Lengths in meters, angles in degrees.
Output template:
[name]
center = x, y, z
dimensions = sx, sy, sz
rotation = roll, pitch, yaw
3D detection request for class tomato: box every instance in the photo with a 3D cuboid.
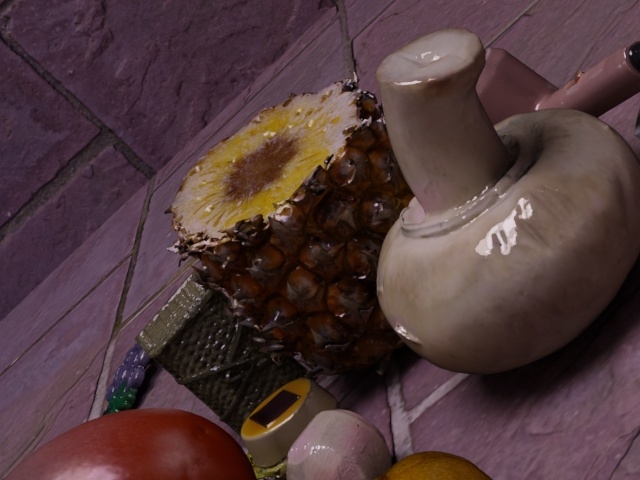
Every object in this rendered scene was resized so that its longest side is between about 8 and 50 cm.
[tomato]
center = -0.210, 0.328, 1.568
dimensions = 0.321, 0.321, 0.321
rotation = -41, 17, 16

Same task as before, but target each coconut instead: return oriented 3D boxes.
[coconut]
center = 0.017, 0.250, 1.593
dimensions = 0.110, 0.110, 0.124
rotation = -27, 23, 48

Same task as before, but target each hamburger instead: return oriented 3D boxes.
[hamburger]
center = -0.037, 0.234, 1.782
dimensions = 0.141, 0.081, 0.126
rotation = -46, 17, -30

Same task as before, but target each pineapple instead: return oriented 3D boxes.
[pineapple]
center = 0.002, 0.000, 1.823
dimensions = 0.352, 0.300, 0.352
rotation = -31, 20, 13

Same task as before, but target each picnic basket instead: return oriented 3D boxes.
[picnic basket]
center = -0.129, 0.159, 1.977
dimensions = 0.134, 0.196, 0.154
rotation = -47, 17, -3

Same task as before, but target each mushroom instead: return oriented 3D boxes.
[mushroom]
center = 0.206, -0.031, 1.530
dimensions = 0.315, 0.315, 0.356
rotation = -82, 4, -63

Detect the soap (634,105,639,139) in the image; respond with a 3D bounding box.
[soap]
center = 0.424, -0.179, 1.652
dimensions = 0.121, 0.064, 0.183
rotation = -36, 19, 38

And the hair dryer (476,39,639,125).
[hair dryer]
center = 0.286, -0.171, 1.643
dimensions = 0.107, 0.189, 0.344
rotation = -58, 9, -23

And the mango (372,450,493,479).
[mango]
center = 0.085, 0.270, 1.330
dimensions = 0.177, 0.120, 0.295
rotation = -45, 16, -1

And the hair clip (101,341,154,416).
[hair clip]
center = -0.324, 0.247, 2.528
dimensions = 0.124, 0.052, 0.195
rotation = -43, 22, 46
